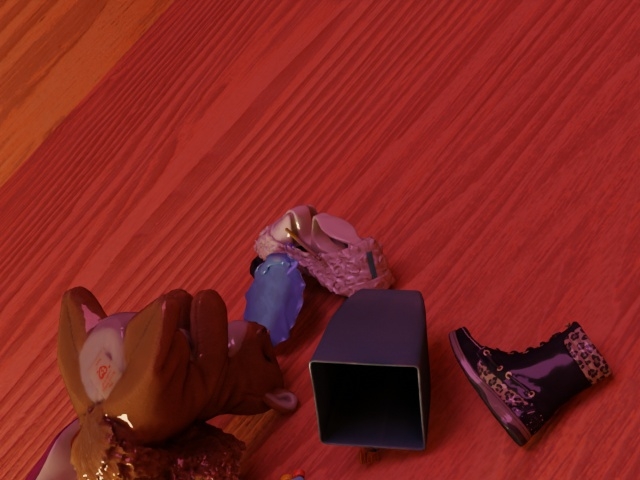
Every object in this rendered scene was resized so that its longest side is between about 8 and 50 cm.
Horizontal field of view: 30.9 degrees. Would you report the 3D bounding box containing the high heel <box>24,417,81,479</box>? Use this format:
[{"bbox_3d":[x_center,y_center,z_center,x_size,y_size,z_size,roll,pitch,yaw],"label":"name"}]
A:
[{"bbox_3d":[-0.514,0.465,2.212,0.377,0.127,0.181,-49,9,-34],"label":"high heel"}]

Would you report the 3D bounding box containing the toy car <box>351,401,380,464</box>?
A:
[{"bbox_3d":[0.071,0.313,1.855,0.040,0.060,0.122,1,53,-13],"label":"toy car"}]

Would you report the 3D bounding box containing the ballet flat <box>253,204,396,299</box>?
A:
[{"bbox_3d":[0.000,0.000,2.196,0.147,0.147,0.409,-49,35,-14],"label":"ballet flat"}]

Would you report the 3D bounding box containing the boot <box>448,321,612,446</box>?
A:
[{"bbox_3d":[0.307,0.176,1.713,0.178,0.085,0.236,-36,38,4],"label":"boot"}]

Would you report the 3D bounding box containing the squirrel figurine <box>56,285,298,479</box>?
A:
[{"bbox_3d":[-0.227,0.277,1.956,0.281,0.370,0.397,-7,73,41],"label":"squirrel figurine"}]

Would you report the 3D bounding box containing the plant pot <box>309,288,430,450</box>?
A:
[{"bbox_3d":[0.096,0.184,1.817,0.165,0.166,0.234,2,34,14],"label":"plant pot"}]

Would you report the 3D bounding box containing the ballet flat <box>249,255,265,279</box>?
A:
[{"bbox_3d":[-0.105,0.088,2.300,0.173,0.057,0.049,-111,35,-58],"label":"ballet flat"}]

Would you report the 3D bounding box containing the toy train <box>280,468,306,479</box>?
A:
[{"bbox_3d":[-0.055,0.442,1.808,0.166,0.046,0.125,-50,34,-9],"label":"toy train"}]

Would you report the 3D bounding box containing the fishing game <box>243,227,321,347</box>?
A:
[{"bbox_3d":[-0.082,0.114,2.165,0.189,0.041,0.264,35,105,52],"label":"fishing game"}]
